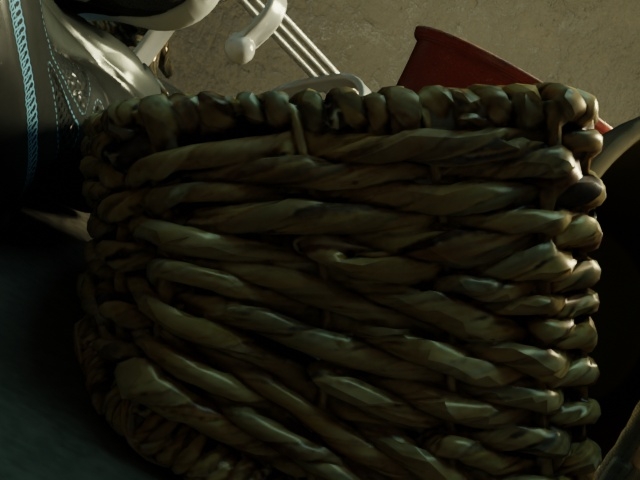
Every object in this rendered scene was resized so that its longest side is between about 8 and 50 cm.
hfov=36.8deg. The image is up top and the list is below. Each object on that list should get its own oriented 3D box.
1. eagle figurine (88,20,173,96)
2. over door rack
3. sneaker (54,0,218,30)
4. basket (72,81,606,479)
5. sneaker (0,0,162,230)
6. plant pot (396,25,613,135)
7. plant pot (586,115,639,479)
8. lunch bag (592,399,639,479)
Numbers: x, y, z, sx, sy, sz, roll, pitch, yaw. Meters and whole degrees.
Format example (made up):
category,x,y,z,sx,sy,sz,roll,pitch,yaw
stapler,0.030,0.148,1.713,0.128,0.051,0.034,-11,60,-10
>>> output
category,x,y,z,sx,sy,sz,roll,pitch,yaw
eagle figurine,-0.287,-0.229,0.922,0.299,0.226,0.225,4,50,-8
over door rack,-0.102,-0.091,0.729,0.324,0.108,0.239,10,-19,38
sneaker,-0.163,-0.169,0.514,0.217,0.079,0.121,3,-21,32
basket,-0.002,0.043,0.464,0.214,0.222,0.299,-2,7,1
sneaker,-0.169,-0.065,0.472,0.125,0.139,0.341,7,-16,8
plant pot,0.149,-0.042,1.022,0.272,0.265,0.272,31,6,-3
plant pot,0.264,0.061,0.784,0.323,0.323,0.280,30,-9,-11
lunch bag,0.292,0.112,0.452,0.235,0.287,0.169,33,23,-19
